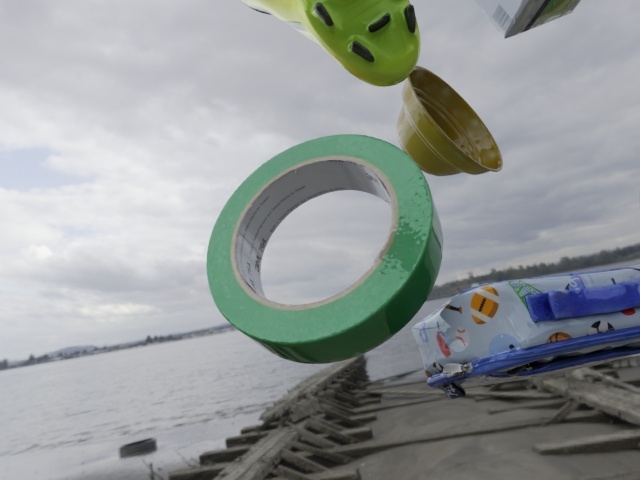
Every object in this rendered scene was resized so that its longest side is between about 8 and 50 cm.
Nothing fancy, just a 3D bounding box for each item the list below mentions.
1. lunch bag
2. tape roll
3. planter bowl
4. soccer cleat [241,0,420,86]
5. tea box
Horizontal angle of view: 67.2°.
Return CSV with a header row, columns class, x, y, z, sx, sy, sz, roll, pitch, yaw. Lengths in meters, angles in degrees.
class,x,y,z,sx,sy,sz,roll,pitch,yaw
lunch bag,0.274,0.110,0.595,0.303,0.115,0.243,-7,-20,-15
tape roll,0.000,0.000,0.658,0.321,0.322,0.077,-13,-36,19
planter bowl,0.190,-0.172,0.786,0.217,0.217,0.090,-1,-32,-46
soccer cleat,-0.020,-0.243,0.456,0.093,0.289,0.121,-45,-9,-10
tea box,0.674,-0.893,1.566,0.323,0.329,0.220,-25,-15,-16
